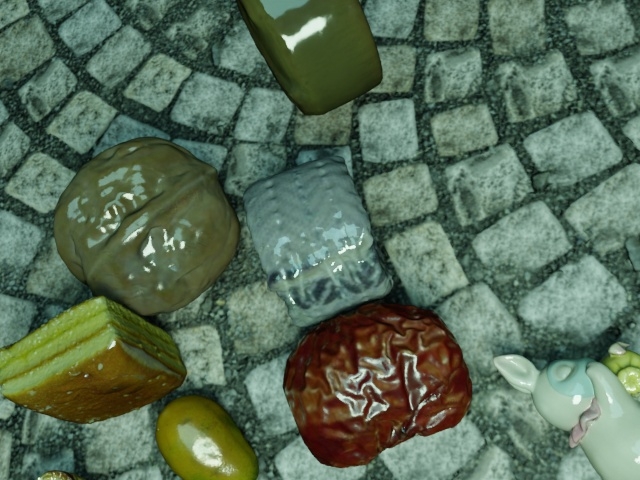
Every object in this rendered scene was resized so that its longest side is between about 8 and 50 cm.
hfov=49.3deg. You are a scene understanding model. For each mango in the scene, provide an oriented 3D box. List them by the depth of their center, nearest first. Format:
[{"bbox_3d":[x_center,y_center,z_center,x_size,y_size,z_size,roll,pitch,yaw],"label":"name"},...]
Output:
[{"bbox_3d":[-0.168,0.297,1.005,0.111,0.089,0.163,-36,75,-2],"label":"mango"}]

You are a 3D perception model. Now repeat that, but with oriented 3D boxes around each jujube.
[{"bbox_3d":[0.068,0.183,0.919,0.232,0.213,0.213,-24,67,-3],"label":"jujube"}]

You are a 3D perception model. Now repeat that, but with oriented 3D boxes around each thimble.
[{"bbox_3d":[0.000,0.000,0.991,0.157,0.217,0.245,-24,25,6],"label":"thimble"}]

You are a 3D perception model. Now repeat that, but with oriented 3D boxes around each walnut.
[{"bbox_3d":[-0.257,-0.019,1.062,0.273,0.227,0.273,-4,68,10],"label":"walnut"}]

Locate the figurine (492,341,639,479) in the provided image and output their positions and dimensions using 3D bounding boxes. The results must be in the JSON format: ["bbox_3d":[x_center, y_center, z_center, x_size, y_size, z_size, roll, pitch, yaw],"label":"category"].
[{"bbox_3d":[0.350,0.199,0.895,0.235,0.127,0.155,46,105,26],"label":"figurine"}]

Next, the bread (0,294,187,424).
[{"bbox_3d":[-0.316,0.185,1.001,0.184,0.234,0.110,-26,65,4],"label":"bread"}]

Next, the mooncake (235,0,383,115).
[{"bbox_3d":[-0.029,-0.332,1.087,0.155,0.284,0.284,-31,67,2],"label":"mooncake"}]

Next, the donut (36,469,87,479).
[{"bbox_3d":[-0.315,0.403,0.979,0.217,0.141,0.085,30,71,13],"label":"donut"}]
